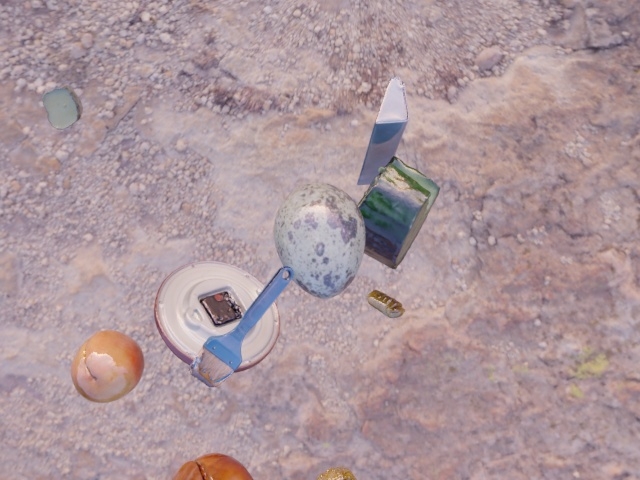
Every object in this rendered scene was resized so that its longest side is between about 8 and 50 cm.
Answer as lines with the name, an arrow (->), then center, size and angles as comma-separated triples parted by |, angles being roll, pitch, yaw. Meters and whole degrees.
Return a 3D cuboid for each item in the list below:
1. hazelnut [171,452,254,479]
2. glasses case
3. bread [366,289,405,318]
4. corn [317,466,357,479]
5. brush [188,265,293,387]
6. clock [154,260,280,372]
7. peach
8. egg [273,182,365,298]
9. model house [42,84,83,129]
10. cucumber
hazelnut -> -0.204, 0.473, 1.162 | 0.182, 0.182, 0.182 | 1, 115, 3
glasses case -> 0.125, -0.195, 1.238 | 0.056, 0.266, 0.105 | 20, 72, 3
bread -> 0.134, 0.128, 1.327 | 0.088, 0.049, 0.033 | 33, 119, 37
corn -> 0.068, 0.634, 1.491 | 0.119, 0.119, 0.321 | -10, 124, 7
brush -> -0.085, 0.095, 0.737 | 0.051, 0.014, 0.164 | 44, 77, -30
clock -> -0.250, 0.180, 1.589 | 0.319, 0.318, 0.080 | 27, 134, -9
peach -> -0.525, 0.313, 1.588 | 0.184, 0.184, 0.184 | 1, 115, 3
egg -> 0.000, 0.000, 0.926 | 0.132, 0.132, 0.172 | -10, 72, 8
model house -> -0.520, -0.272, 1.309 | 0.066, 0.083, 0.078 | -18, 111, -4
cucumber -> 0.119, -0.049, 1.141 | 0.130, 0.191, 0.191 | 28, 114, 7
